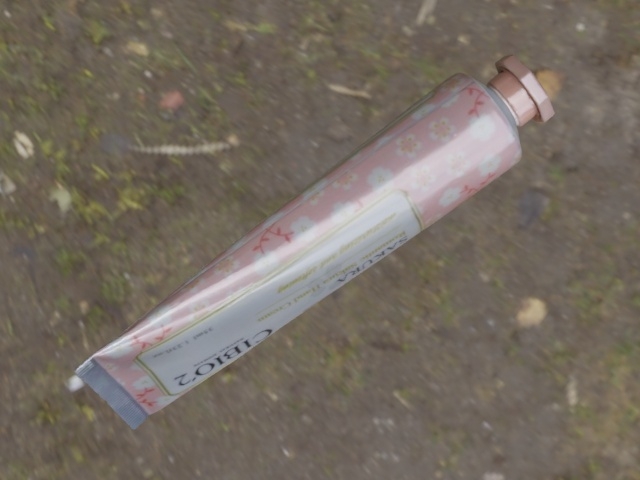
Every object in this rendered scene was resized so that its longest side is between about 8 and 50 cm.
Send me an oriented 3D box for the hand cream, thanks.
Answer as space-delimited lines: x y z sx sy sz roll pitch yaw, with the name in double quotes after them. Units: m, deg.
0.000 0.000 0.638 0.209 0.043 0.067 -37 153 -4 "hand cream"
